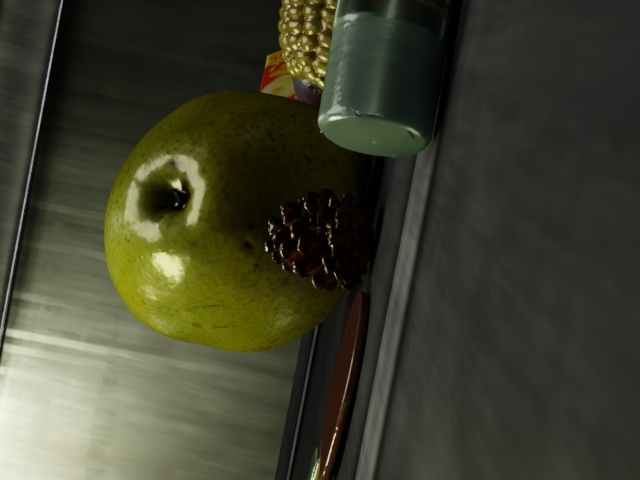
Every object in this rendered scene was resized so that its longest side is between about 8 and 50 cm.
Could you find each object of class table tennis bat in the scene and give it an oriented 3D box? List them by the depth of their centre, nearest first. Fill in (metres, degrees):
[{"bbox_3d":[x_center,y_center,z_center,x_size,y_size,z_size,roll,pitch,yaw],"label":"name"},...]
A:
[{"bbox_3d":[0.009,0.175,1.373,0.154,0.021,0.274,-83,6,-65],"label":"table tennis bat"}]

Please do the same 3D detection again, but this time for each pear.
[{"bbox_3d":[-0.088,-0.020,1.566,0.294,0.294,0.294,-169,90,-88],"label":"pear"}]

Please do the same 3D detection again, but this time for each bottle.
[{"bbox_3d":[0.059,-0.202,1.038,0.082,0.082,0.286,107,173,-75],"label":"bottle"}]

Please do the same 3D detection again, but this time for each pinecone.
[{"bbox_3d":[0.003,-0.001,1.400,0.109,0.102,0.102,11,91,54],"label":"pinecone"}]

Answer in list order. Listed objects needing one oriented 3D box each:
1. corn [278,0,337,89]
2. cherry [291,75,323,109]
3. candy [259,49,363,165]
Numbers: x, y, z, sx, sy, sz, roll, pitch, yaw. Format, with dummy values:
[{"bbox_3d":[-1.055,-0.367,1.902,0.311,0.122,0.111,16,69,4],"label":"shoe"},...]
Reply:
[{"bbox_3d":[0.050,-0.290,1.229,0.131,0.131,0.344,-87,10,-78],"label":"corn"},{"bbox_3d":[0.018,-0.160,1.671,0.188,0.115,0.148,-88,21,-47],"label":"cherry"},{"bbox_3d":[-0.015,-0.120,1.833,0.276,0.088,0.146,-84,-29,-53],"label":"candy"}]
